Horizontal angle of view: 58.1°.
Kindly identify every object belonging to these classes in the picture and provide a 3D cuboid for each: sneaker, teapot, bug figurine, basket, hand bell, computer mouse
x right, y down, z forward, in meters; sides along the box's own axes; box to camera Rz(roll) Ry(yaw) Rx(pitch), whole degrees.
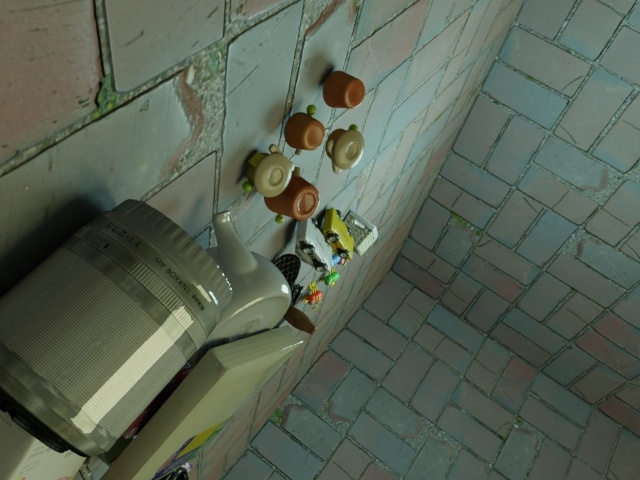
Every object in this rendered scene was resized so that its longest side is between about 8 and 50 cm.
[{"bbox_3d":[-0.448,0.676,1.644,0.104,0.147,0.295,-51,167,-26],"label":"sneaker"},{"bbox_3d":[-0.193,0.102,1.077,0.256,0.187,0.252,-41,159,0],"label":"teapot"},{"bbox_3d":[0.033,0.123,2.158,0.216,0.072,0.279,-38,158,-52],"label":"bug figurine"},{"bbox_3d":[-0.139,0.131,1.624,0.234,0.084,0.097,-57,-167,7],"label":"sneaker"},{"bbox_3d":[0.131,-0.022,2.064,0.103,0.113,0.167,-53,166,-4],"label":"basket"},{"bbox_3d":[-0.109,0.137,1.325,0.126,0.242,0.126,-52,166,-19],"label":"hand bell"},{"bbox_3d":[-0.125,0.224,1.846,0.188,0.072,0.272,-55,167,1],"label":"computer mouse"}]

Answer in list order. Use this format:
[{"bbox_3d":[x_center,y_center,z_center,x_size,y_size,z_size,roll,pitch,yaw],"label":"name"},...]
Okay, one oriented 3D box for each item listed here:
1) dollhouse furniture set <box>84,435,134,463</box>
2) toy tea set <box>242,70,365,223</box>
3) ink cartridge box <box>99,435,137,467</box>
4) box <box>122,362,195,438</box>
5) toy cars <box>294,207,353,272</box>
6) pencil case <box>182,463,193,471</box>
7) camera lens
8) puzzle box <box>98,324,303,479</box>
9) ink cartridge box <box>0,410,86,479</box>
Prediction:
[{"bbox_3d":[-0.443,0.401,1.114,0.152,0.076,0.058,-26,150,-16],"label":"dollhouse furniture set"},{"bbox_3d":[-0.029,-0.194,1.181,0.336,0.124,0.200,-49,136,-13],"label":"toy tea set"},{"bbox_3d":[-0.378,0.360,1.311,0.296,0.066,0.261,-46,164,-36],"label":"ink cartridge box"},{"bbox_3d":[-0.311,0.270,1.134,0.122,0.128,0.257,-60,159,12],"label":"box"},{"bbox_3d":[0.000,0.000,1.684,0.394,0.087,0.176,-22,102,-68],"label":"toy cars"},{"bbox_3d":[-0.497,0.761,1.806,0.206,0.088,0.086,-46,164,-32],"label":"pencil case"},{"bbox_3d":[-0.275,0.110,0.730,0.274,0.219,0.219,-49,165,-25],"label":"camera lens"},{"bbox_3d":[-0.234,0.336,1.123,0.409,0.052,0.272,-49,162,18],"label":"puzzle box"},{"bbox_3d":[-0.474,0.362,0.859,0.353,0.119,0.207,-56,167,6],"label":"ink cartridge box"}]
